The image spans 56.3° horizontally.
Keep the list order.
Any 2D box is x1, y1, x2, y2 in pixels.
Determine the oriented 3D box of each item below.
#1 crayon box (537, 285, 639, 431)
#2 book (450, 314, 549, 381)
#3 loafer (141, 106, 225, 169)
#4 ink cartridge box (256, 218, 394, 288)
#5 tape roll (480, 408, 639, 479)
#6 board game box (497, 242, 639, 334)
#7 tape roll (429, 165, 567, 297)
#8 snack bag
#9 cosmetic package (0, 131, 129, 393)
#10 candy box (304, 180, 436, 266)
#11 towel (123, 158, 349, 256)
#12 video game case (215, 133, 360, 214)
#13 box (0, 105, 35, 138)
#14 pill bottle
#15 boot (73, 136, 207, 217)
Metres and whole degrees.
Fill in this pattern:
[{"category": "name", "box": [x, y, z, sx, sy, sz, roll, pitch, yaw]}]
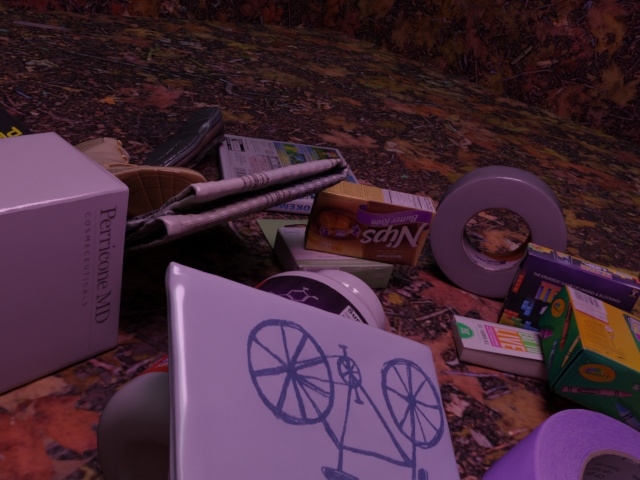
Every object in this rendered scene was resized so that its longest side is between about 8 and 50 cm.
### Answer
[{"category": "crayon box", "box": [0.451, 0.185, 0.821, 0.279, 0.081, 0.165, 25, 28, 2]}, {"category": "book", "box": [0.273, 0.157, 0.894, 0.144, 0.035, 0.096, 11, 24, -2]}, {"category": "loafer", "box": [-0.263, -0.178, 1.215, 0.096, 0.084, 0.267, -1, 38, 27]}, {"category": "ink cartridge box", "box": [0.000, 0.000, 1.038, 0.171, 0.056, 0.235, 0, 32, -23]}, {"category": "tape roll", "box": [0.266, 0.284, 0.504, 0.275, 0.090, 0.274, 24, 32, -17]}, {"category": "board game box", "box": [0.382, 0.098, 0.932, 0.170, 0.141, 0.048, 18, 28, 10]}, {"category": "tape roll", "box": [0.300, -0.014, 1.018, 0.219, 0.219, 0.072, 18, 28, 9]}, {"category": "snack bag", "box": [0.022, 0.204, 0.444, 0.323, 0.037, 0.342, 24, 44, -41]}, {"category": "cosmetic package", "box": [-0.424, 0.055, 0.555, 0.161, 0.230, 0.453, 32, 33, 30]}, {"category": "candy box", "box": [0.076, -0.027, 0.949, 0.187, 0.109, 0.053, 11, 32, -7]}, {"category": "towel", "box": [-0.169, -0.040, 0.840, 0.312, 0.056, 0.324, -14, 7, 44]}, {"category": "video game case", "box": [-0.068, -0.143, 1.295, 0.300, 0.036, 0.329, 5, 28, -16]}, {"category": "box", "box": [-0.482, -0.066, 0.770, 0.216, 0.060, 0.270, 37, 48, 15]}, {"category": "pill bottle", "box": [-0.049, 0.145, 0.603, 0.182, 0.181, 0.323, 23, 29, 18]}, {"category": "boot", "box": [-0.329, -0.113, 1.039, 0.262, 0.095, 0.203, -8, 30, -9]}]
